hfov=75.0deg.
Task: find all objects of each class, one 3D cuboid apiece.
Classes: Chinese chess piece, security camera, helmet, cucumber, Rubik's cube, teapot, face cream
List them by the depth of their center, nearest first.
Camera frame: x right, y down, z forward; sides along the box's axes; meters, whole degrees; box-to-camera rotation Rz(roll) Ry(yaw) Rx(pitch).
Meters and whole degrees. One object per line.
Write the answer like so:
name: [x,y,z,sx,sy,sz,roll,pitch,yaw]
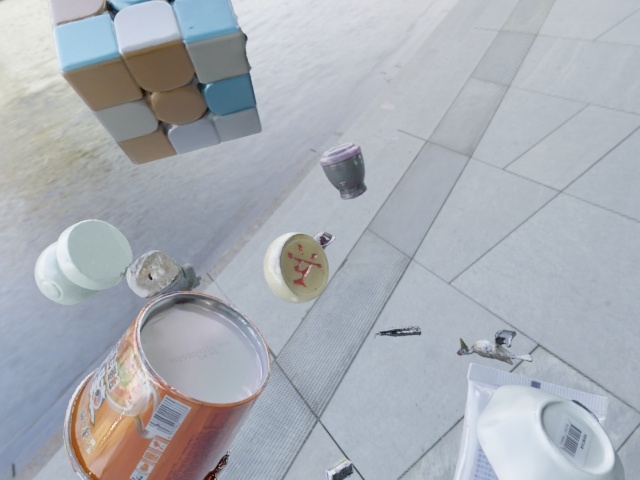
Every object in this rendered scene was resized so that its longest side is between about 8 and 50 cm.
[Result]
face cream: [0.334,0.439,0.699,0.235,0.137,0.420,9,64,26]
Rubik's cube: [-0.351,-0.432,0.947,0.344,0.347,0.346,-16,71,-7]
security camera: [-0.660,0.070,1.137,0.236,0.194,0.194,-26,37,24]
teapot: [0.059,-0.180,1.137,0.148,0.146,0.116,-5,25,42]
cucumber: [0.264,0.317,1.438,0.163,0.039,0.043,-4,30,3]
Chinese chess piece: [-0.083,0.095,1.454,0.103,0.250,0.249,-16,34,44]
helmet: [0.000,0.000,1.746,0.123,0.070,0.098,-40,10,40]

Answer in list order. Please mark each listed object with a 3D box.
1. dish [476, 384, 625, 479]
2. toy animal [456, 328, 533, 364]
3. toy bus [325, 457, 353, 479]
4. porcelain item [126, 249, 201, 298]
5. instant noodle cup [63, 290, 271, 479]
dish: [0.296,0.251,0.512,0.191,0.066,0.190,10,40,-9]
toy animal: [0.457,0.295,1.134,0.202,0.105,0.070,-24,2,44]
toy bus: [0.067,0.854,1.541,0.102,0.052,0.058,-11,5,-37]
porcelain item: [-0.272,0.073,0.774,0.081,0.215,0.069,-40,82,-6]
instant noodle cup: [-0.200,0.209,0.596,0.192,0.250,0.250,-54,35,24]
